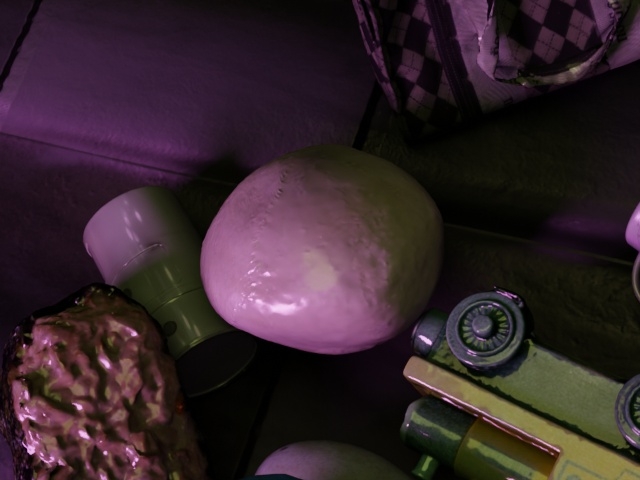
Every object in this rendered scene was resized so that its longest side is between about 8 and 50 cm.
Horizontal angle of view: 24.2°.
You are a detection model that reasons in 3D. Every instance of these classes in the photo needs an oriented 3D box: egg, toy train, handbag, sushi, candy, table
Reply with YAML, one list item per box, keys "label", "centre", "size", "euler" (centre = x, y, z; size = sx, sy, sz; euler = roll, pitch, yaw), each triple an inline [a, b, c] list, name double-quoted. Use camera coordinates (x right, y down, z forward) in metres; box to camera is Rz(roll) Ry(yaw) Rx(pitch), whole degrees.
- label: "egg"
  centre: [0.030, 0.298, 1.512]
  size: [0.236, 0.169, 0.169]
  euler: [38, 78, 26]
- label: "toy train"
  centre: [0.232, 0.207, 1.528]
  size: [0.369, 0.150, 0.237]
  euler: [25, 79, 25]
- label: "handbag"
  centre: [0.239, -0.309, 1.671]
  size: [0.416, 0.317, 0.180]
  euler: [-20, 56, 4]
- label: "sushi"
  centre: [-0.221, 0.220, 1.534]
  size: [0.211, 0.171, 0.350]
  euler: [-12, 72, -19]
- label: "candy"
  centre: [0.000, 0.000, 1.614]
  size: [0.295, 0.185, 0.295]
  euler: [-4, 27, 2]
- label: "table"
  centre: [-0.171, 0.059, 1.701]
  size: [0.126, 0.126, 0.220]
  euler: [-31, 61, -2]

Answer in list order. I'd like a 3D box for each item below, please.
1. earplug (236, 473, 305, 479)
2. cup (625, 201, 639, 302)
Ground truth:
- label: "earplug"
  centre: [-0.065, 0.364, 1.420]
  size: [0.132, 0.273, 0.132]
  euler: [11, 34, -8]
- label: "cup"
  centre: [0.396, 0.012, 1.600]
  size: [0.133, 0.099, 0.136]
  euler: [39, 78, 25]
